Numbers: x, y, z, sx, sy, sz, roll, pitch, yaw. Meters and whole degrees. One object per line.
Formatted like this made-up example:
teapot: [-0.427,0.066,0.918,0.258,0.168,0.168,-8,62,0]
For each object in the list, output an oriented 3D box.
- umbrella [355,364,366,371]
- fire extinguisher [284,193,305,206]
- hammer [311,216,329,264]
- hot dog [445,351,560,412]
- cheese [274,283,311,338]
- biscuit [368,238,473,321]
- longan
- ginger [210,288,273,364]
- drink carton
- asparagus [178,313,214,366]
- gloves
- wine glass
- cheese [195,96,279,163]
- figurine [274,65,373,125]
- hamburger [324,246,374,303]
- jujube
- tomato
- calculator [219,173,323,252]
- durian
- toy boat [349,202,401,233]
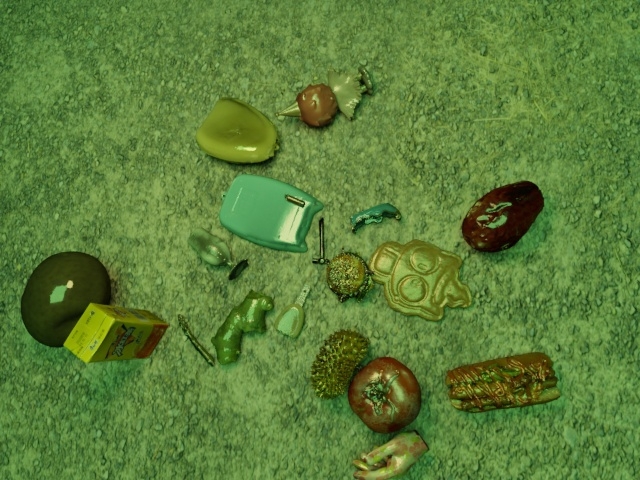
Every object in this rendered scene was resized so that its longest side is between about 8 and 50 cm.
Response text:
umbrella: [0.121,0.432,1.528,0.165,0.025,0.027,12,102,12]
fire extinguisher: [-0.096,-0.148,1.627,0.083,0.022,0.028,23,44,9]
hammer: [0.000,0.000,1.637,0.065,0.021,0.179,-2,77,8]
hot dog: [0.575,0.452,1.414,0.348,0.117,0.158,-10,76,6]
cheese: [-0.087,0.246,1.589,0.097,0.037,0.192,24,82,11]
biscuit: [0.346,0.135,1.549,0.375,0.051,0.270,23,84,11]
longan: [-0.905,0.207,1.589,0.288,0.288,0.350,31,92,13]
ginger: [-0.275,0.303,1.578,0.137,0.089,0.290,44,83,-5]
drink carton: [-0.662,0.311,1.490,0.111,0.351,0.155,29,83,12]
asparagus: [-0.452,0.364,1.617,0.034,0.027,0.236,-47,74,17]
gloves: [0.217,0.687,1.398,0.241,0.145,0.126,-34,74,-9]
wine glass: [-0.378,0.044,1.639,0.222,0.103,0.103,37,85,12]
cheese: [-0.304,-0.402,1.711,0.315,0.128,0.260,29,81,11]
figurine: [0.015,-0.523,1.684,0.386,0.166,0.207,-29,113,-5]
hamburger: [0.095,0.126,1.551,0.164,0.093,0.190,-39,72,11]
jujube: [0.607,-0.078,1.488,0.290,0.197,0.197,-35,76,-10]
tomato: [0.210,0.489,1.417,0.231,0.188,0.232,-4,79,20]
calculator: [-0.200,-0.110,1.673,0.386,0.054,0.256,19,81,12]
durian: [0.041,0.393,1.457,0.183,0.138,0.250,14,67,39]
toy boat: [0.194,-0.075,1.598,0.185,0.075,0.077,-22,73,-2]
